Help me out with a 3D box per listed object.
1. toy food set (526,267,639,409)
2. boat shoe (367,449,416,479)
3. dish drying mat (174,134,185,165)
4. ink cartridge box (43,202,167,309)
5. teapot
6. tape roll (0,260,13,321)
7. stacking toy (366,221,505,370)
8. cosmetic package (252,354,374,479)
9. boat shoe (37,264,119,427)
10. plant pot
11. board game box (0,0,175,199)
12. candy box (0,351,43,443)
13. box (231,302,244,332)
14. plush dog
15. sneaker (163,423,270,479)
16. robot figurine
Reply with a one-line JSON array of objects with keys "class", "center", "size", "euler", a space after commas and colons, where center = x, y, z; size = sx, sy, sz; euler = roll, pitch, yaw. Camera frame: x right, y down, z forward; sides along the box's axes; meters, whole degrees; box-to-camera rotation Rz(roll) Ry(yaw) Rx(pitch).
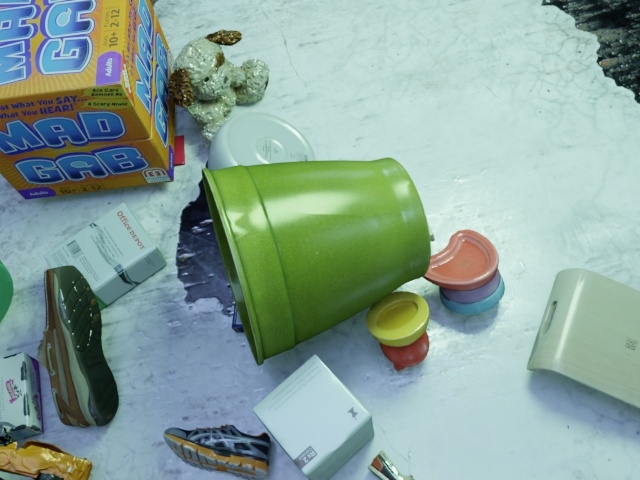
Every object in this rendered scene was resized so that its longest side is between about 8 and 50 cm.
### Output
[{"class": "toy food set", "center": [0.569, 0.207, 1.308], "size": [0.306, 0.092, 0.220], "euler": [23, 67, 8]}, {"class": "boat shoe", "center": [0.149, 0.439, 1.254], "size": [0.137, 0.049, 0.043], "euler": [35, 70, 26]}, {"class": "dish drying mat", "center": [-0.341, -0.215, 1.656], "size": [0.032, 0.008, 0.083], "euler": [-9, 62, 1]}, {"class": "ink cartridge box", "center": [-0.462, 0.040, 1.498], "size": [0.208, 0.087, 0.153], "euler": [-35, 65, -9]}, {"class": "teapot", "center": [-0.142, -0.145, 1.509], "size": [0.252, 0.187, 0.256], "euler": [45, 48, 4]}, {"class": "tape roll", "center": [-0.775, 0.131, 1.358], "size": [0.321, 0.321, 0.077], "euler": [-41, 66, -13]}, {"class": "stacking toy", "center": [0.201, 0.101, 1.412], "size": [0.308, 0.130, 0.279], "euler": [-32, 38, -13]}, {"class": "cosmetic package", "center": [-0.007, 0.330, 1.248], "size": [0.151, 0.184, 0.151], "euler": [-40, 66, -14]}, {"class": "boat shoe", "center": [-0.500, 0.214, 1.360], "size": [0.119, 0.122, 0.324], "euler": [-15, 85, 13]}, {"class": "plant pot", "center": [0.000, 0.000, 1.278], "size": [0.352, 0.366, 0.367], "euler": [-16, 63, -10]}, {"class": "board game box", "center": [-0.539, -0.346, 1.513], "size": [0.356, 0.356, 0.357], "euler": [-7, 63, 2]}, {"class": "candy box", "center": [-0.686, 0.335, 1.386], "size": [0.233, 0.071, 0.159], "euler": [-15, 63, -1]}, {"class": "box", "center": [-0.066, 0.122, 1.429], "size": [0.225, 0.036, 0.137], "euler": [-2, 63, 15]}, {"class": "plush dog", "center": [-0.264, -0.373, 1.603], "size": [0.210, 0.225, 0.263], "euler": [23, 69, 17]}, {"class": "sneaker", "center": [-0.193, 0.387, 1.307], "size": [0.214, 0.084, 0.083], "euler": [13, 52, 9]}, {"class": "robot figurine", "center": [-0.585, 0.446, 1.265], "size": [0.290, 0.085, 0.211], "euler": [16, 57, -4]}]
